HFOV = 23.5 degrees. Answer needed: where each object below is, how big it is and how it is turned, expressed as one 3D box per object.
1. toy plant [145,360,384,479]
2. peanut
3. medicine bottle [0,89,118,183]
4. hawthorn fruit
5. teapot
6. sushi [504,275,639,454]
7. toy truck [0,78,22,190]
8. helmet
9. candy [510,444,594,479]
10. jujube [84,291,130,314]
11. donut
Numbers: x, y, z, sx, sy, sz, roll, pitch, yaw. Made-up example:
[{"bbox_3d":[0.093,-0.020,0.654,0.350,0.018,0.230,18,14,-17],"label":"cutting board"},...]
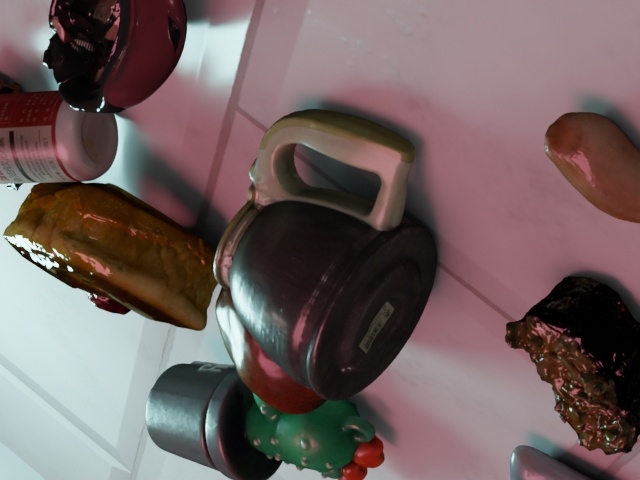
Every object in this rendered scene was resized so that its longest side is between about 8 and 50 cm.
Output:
[{"bbox_3d":[-0.084,0.279,2.387,0.400,0.185,0.280,6,115,37],"label":"toy plant"},{"bbox_3d":[0.285,-0.068,1.528,0.152,0.076,0.076,42,153,-12],"label":"peanut"},{"bbox_3d":[-0.421,-0.146,2.193,0.250,0.131,0.131,-1,134,25],"label":"medicine bottle"},{"bbox_3d":[-0.042,0.102,2.070,0.248,0.208,0.208,56,151,-6],"label":"hawthorn fruit"},{"bbox_3d":[-0.014,0.018,1.857,0.239,0.239,0.322,30,151,27],"label":"teapot"},{"bbox_3d":[0.319,0.148,1.744,0.147,0.115,0.212,5,134,50],"label":"sushi"},{"bbox_3d":[-0.485,-0.164,2.371,0.092,0.083,0.192,29,150,25],"label":"toy truck"},{"bbox_3d":[-0.233,-0.255,1.851,0.253,0.154,0.198,-23,74,50],"label":"helmet"},{"bbox_3d":[0.332,0.352,2.059,0.174,0.071,0.138,26,148,27],"label":"candy"},{"bbox_3d":[-0.358,0.048,2.490,0.166,0.104,0.104,41,152,7],"label":"jujube"},{"bbox_3d":[-0.296,0.011,2.248,0.330,0.160,0.330,21,175,2],"label":"donut"}]
